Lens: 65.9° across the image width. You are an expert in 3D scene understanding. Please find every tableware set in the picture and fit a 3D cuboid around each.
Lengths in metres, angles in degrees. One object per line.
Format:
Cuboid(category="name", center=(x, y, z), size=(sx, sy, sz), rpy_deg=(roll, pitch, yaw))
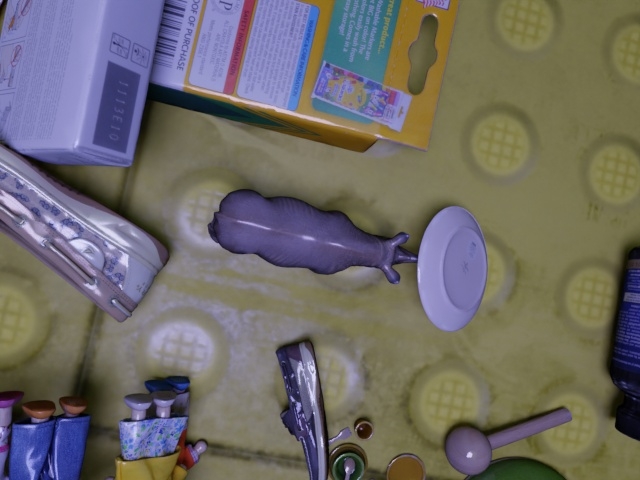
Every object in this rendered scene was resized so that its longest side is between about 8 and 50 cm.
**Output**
Cuboid(category="tableware set", center=(0.072, 0.279, 0.570), size=(0.104, 0.024, 0.154), rpy_deg=(-28, 92, -8))

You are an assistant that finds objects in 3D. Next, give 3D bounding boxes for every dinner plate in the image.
Cuboid(category="dinner plate", center=(0.156, 0.032, 0.551), size=(0.141, 0.017, 0.141), rpy_deg=(0, 90, -44))

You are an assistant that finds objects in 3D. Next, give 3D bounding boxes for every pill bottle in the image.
Cuboid(category="pill bottle", center=(0.410, 0.122, 0.569), size=(0.123, 0.123, 0.219), rpy_deg=(11, 88, -7))

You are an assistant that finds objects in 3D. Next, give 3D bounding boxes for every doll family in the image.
Cuboid(category="doll family", center=(-0.215, 0.226, 0.447), size=(0.263, 0.118, 0.163), rpy_deg=(5, 88, -33))

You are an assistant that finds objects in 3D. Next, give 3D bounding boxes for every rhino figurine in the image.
Cuboid(category="rhino figurine", center=(0.000, 0.000, 0.523), size=(0.243, 0.106, 0.073), rpy_deg=(13, 88, -7))

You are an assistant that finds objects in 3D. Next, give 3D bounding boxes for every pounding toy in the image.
Cuboid(category="pounding toy", center=(0.239, 0.328, 0.549), size=(0.183, 0.110, 0.237), rpy_deg=(-6, 90, -8))

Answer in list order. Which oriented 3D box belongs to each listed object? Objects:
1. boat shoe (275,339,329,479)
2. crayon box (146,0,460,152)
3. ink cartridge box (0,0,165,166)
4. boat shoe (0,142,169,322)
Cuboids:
Cuboid(category="boat shoe", center=(-0.020, 0.190, 0.547), size=(0.049, 0.056, 0.152), rpy_deg=(-8, 79, 1))
Cuboid(category="crayon box", center=(-0.027, -0.223, 0.535), size=(0.323, 0.083, 0.203), rpy_deg=(13, 88, -7))
Cuboid(category="ink cartridge box", center=(-0.249, -0.212, 0.481), size=(0.239, 0.060, 0.275), rpy_deg=(8, 87, 37))
Cuboid(category="boat shoe", center=(-0.290, -0.024, 0.471), size=(0.285, 0.104, 0.089), rpy_deg=(30, 70, -11))
